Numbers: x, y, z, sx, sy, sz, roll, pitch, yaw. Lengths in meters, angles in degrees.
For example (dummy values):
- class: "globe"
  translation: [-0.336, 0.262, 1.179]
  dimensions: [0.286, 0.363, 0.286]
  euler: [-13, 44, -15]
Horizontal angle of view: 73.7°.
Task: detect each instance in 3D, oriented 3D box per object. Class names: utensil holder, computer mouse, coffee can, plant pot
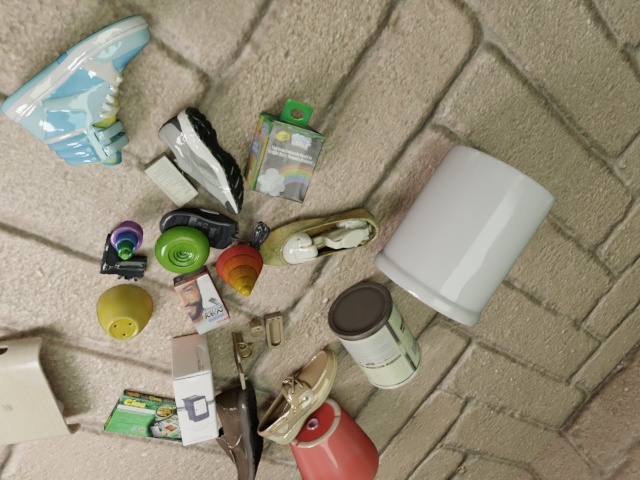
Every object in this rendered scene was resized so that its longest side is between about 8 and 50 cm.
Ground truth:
- class: "utensil holder"
  translation: [0.385, -0.020, 1.171]
  dimensions: [0.327, 0.327, 0.386]
  euler: [25, 101, -30]
- class: "computer mouse"
  translation: [-0.272, -0.001, 1.077]
  dimensions: [0.261, 0.060, 0.184]
  euler: [8, 128, -22]
- class: "coffee can"
  translation: [0.171, 0.292, 1.304]
  dimensions: [0.201, 0.201, 0.275]
  euler: [-34, 122, -3]
- class: "plant pot"
  translation: [0.024, 0.681, 1.420]
  dimensions: [0.274, 0.275, 0.243]
  euler: [-29, 113, -6]
- class: "plant pot"
  translation: [-0.485, 0.191, 1.058]
  dimensions: [0.134, 0.095, 0.134]
  euler: [-9, 118, -18]

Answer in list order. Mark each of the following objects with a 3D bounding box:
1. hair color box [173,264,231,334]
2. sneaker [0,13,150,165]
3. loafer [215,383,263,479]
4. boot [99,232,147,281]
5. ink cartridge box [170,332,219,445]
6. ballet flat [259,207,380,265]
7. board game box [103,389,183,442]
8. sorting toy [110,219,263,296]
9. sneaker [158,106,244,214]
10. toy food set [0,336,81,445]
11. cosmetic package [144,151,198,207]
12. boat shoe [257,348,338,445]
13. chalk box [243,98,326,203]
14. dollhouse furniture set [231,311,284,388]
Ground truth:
- class: "hair color box"
  translation: [-0.313, 0.160, 1.136]
  dimensions: [0.093, 0.053, 0.167]
  euler: [-23, 120, -9]
- class: "sneaker"
  translation: [-0.419, -0.273, 0.841]
  dimensions: [0.318, 0.127, 0.208]
  euler: [-32, 121, 7]
- class: "loafer"
  translation: [-0.262, 0.611, 1.354]
  dimensions: [0.130, 0.134, 0.366]
  euler: [-1, 107, 6]
- class: "boot"
  translation: [-0.467, 0.042, 1.022]
  dimensions: [0.099, 0.045, 0.121]
  euler: [10, 118, -23]
- class: "ink cartridge box"
  translation: [-0.345, 0.402, 1.172]
  dimensions: [0.100, 0.172, 0.237]
  euler: [-7, 117, -18]
- class: "ballet flat"
  translation: [0.000, 0.000, 1.144]
  dimensions: [0.348, 0.123, 0.123]
  euler: [-16, 120, -13]
- class: "board game box"
  translation: [-0.481, 0.526, 1.267]
  dimensions: [0.259, 0.030, 0.136]
  euler: [26, 105, -30]
- class: "sorting toy"
  translation: [-0.292, 0.057, 0.986]
  dimensions: [0.365, 0.126, 0.127]
  euler: [19, 112, -29]
- class: "sneaker"
  translation: [-0.262, -0.169, 0.981]
  dimensions: [0.107, 0.100, 0.272]
  euler: [-18, 127, 16]
- class: "toy food set"
  translation: [-0.757, 0.381, 1.063]
  dimensions: [0.219, 0.092, 0.306]
  euler: [-6, 116, -6]
- class: "cosmetic package"
  translation: [-0.342, -0.139, 0.983]
  dimensions: [0.060, 0.041, 0.115]
  euler: [-36, 123, -2]
- class: "boat shoe"
  translation: [-0.069, 0.481, 1.335]
  dimensions: [0.110, 0.121, 0.341]
  euler: [34, 88, -28]
- class: "chalk box"
  translation: [-0.082, -0.217, 0.995]
  dimensions: [0.132, 0.132, 0.213]
  euler: [12, 109, -25]
- class: "dollhouse furniture set"
  translation: [-0.168, 0.312, 1.226]
  dimensions: [0.151, 0.123, 0.144]
  euler: [-10, 118, -17]
